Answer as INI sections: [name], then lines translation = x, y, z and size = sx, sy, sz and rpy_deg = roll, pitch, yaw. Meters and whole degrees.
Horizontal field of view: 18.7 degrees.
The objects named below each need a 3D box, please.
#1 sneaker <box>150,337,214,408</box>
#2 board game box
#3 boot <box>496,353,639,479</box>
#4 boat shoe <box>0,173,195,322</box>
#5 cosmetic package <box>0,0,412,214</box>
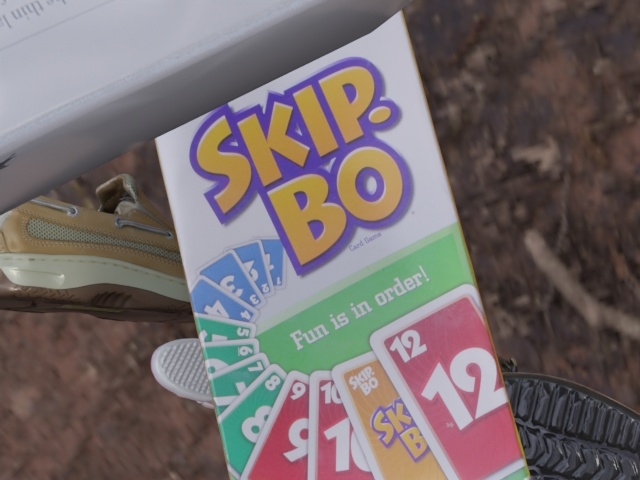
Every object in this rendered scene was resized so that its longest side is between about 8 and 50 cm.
[sneaker]
translation = -0.097, 0.112, 1.575
size = 0.070, 0.134, 0.051
rpy_deg = -22, 71, 42
[board game box]
translation = 0.000, 0.000, 0.859
size = 0.124, 0.039, 0.259
rpy_deg = -14, 69, -1
[boot]
translation = 0.110, 0.089, 1.035
size = 0.198, 0.137, 0.077
rpy_deg = 15, 105, 19
[boat shoe]
translation = -0.096, 0.002, 0.974
size = 0.068, 0.190, 0.072
rpy_deg = -9, 77, 42
[cosmetic package]
translation = -0.091, -0.141, 0.608
size = 0.224, 0.138, 0.225
rpy_deg = -29, 87, -30
